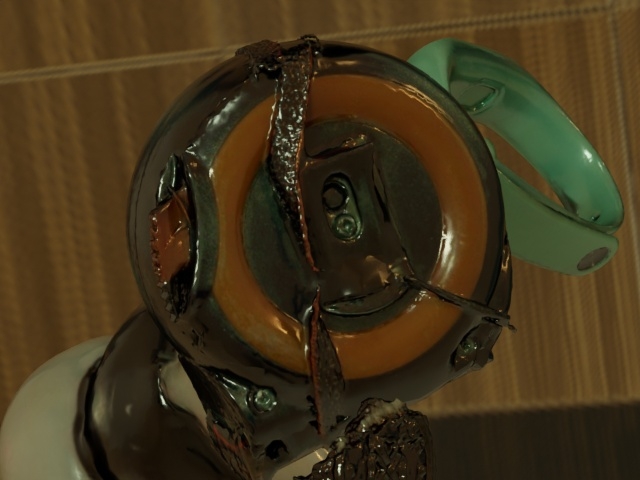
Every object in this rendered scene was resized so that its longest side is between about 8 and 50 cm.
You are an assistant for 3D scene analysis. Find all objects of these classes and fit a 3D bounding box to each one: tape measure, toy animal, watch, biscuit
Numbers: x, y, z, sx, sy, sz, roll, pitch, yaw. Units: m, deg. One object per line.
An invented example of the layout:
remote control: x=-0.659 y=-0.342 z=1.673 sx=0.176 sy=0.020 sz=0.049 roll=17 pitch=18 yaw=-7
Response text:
tape measure: x=0.000 y=0.000 z=1.010 sx=0.202 sy=0.135 sz=0.223 roll=-25 pitch=102 yaw=-17
toy animal: x=-0.120 y=0.143 z=1.302 sx=0.235 sy=0.165 sz=0.187 roll=-34 pitch=61 yaw=38
watch: x=0.145 y=-0.065 z=1.469 sx=0.068 sy=0.237 sz=0.195 roll=-39 pitch=61 yaw=25
biscuit: x=0.021 y=0.108 z=0.846 sx=0.027 sy=0.089 sz=0.087 roll=-3 pitch=63 yaw=36
